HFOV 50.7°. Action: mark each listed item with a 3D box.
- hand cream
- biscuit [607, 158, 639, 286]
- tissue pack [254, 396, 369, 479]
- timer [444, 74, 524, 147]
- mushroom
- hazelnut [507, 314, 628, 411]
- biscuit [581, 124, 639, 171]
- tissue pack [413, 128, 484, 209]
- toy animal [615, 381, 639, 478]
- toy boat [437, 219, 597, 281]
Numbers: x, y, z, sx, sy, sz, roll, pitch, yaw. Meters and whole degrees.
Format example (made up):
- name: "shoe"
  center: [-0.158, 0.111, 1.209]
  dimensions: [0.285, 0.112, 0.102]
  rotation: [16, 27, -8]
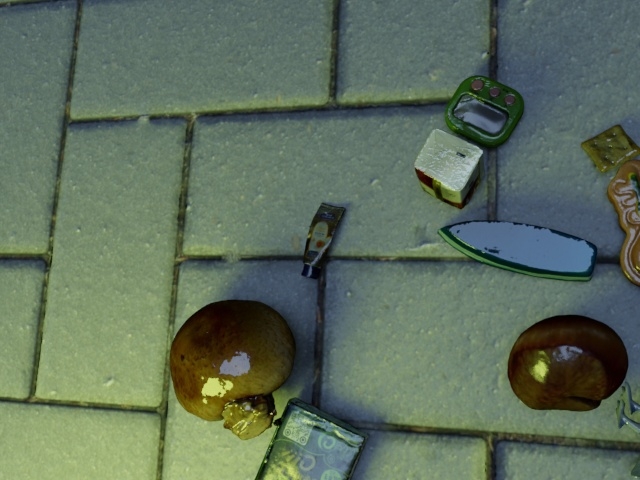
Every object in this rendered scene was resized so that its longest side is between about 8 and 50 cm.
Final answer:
- name: "hand cream"
  center: [0.000, 0.000, 1.395]
  dimensions: [0.062, 0.039, 0.163]
  rotation: [12, 80, 33]
- name: "biscuit"
  center: [0.642, 0.000, 1.215]
  dimensions: [0.202, 0.047, 0.333]
  rotation: [-8, 78, 13]
- name: "tissue pack"
  center: [-0.028, 0.445, 1.295]
  dimensions: [0.173, 0.073, 0.235]
  rotation: [20, 86, 18]
- name: "timer"
  center: [0.327, -0.257, 1.351]
  dimensions: [0.140, 0.047, 0.128]
  rotation: [31, 87, 19]
- name: "mushroom"
  center: [-0.168, 0.238, 1.293]
  dimensions: [0.263, 0.195, 0.283]
  rotation: [-38, 62, 2]
- name: "hazelnut"
  center: [0.417, 0.207, 1.169]
  dimensions: [0.178, 0.178, 0.204]
  rotation: [58, 138, 17]
- name: "biscuit"
  center: [0.548, -0.175, 1.276]
  dimensions: [0.081, 0.018, 0.083]
  rotation: [-28, 51, 11]
- name: "tissue pack"
  center: [0.247, -0.133, 1.294]
  dimensions: [0.106, 0.149, 0.099]
  rotation: [29, 88, 18]
- name: "toy animal"
  center: [0.578, 0.279, 1.099]
  dimensions: [0.176, 0.239, 0.255]
  rotation: [5, 45, 3]
- name: "toy boat"
  center: [0.367, 0.009, 1.279]
  dimensions: [0.299, 0.062, 0.096]
  rotation: [13, 83, 17]
